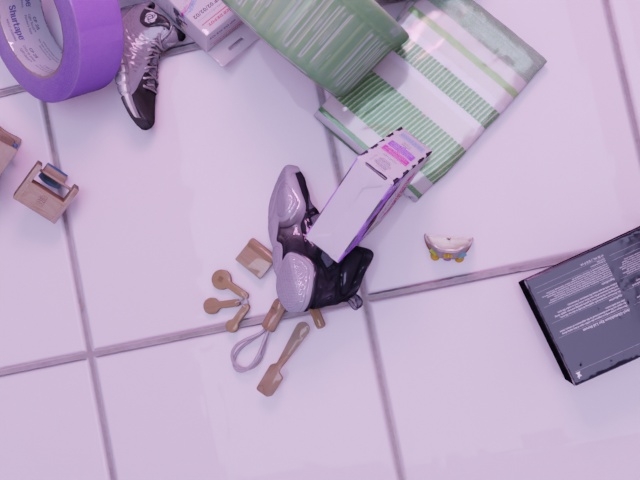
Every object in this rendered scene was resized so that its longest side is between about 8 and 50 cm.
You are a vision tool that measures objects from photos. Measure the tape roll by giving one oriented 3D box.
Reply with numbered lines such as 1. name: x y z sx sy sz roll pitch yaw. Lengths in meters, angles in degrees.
1. tape roll: -0.450 -0.374 1.392 0.274 0.090 0.275 22 126 33

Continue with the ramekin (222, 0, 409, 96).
1. ramekin: -0.021 -0.365 1.319 0.303 0.303 0.148 43 102 7

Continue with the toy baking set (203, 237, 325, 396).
1. toy baking set: -0.091 0.126 1.439 0.196 0.030 0.256 -30 78 11

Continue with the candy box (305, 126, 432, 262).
1. candy box: 0.079 -0.076 1.315 0.070 0.196 0.165 38 122 7

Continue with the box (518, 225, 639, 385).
1. box: 0.477 0.092 1.330 0.261 0.103 0.184 -25 82 5

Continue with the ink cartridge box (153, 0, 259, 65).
1. ink cartridge box: -0.195 -0.402 1.441 0.181 0.061 0.104 44 73 7

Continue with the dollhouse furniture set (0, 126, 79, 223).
1. dollhouse furniture set: -0.544 -0.101 1.475 0.183 0.129 0.129 36 93 -22

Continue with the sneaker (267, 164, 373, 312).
1. sneaker: 0.000 0.000 1.399 0.153 0.101 0.269 6 59 -23

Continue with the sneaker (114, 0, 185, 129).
1. sneaker: -0.292 -0.315 1.454 0.132 0.086 0.229 -17 85 4

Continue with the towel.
1. towel: 0.180 -0.258 1.417 0.248 0.038 0.325 42 92 7

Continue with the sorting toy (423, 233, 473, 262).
1. sorting toy: 0.211 0.012 1.380 0.083 0.075 0.045 5 88 8
